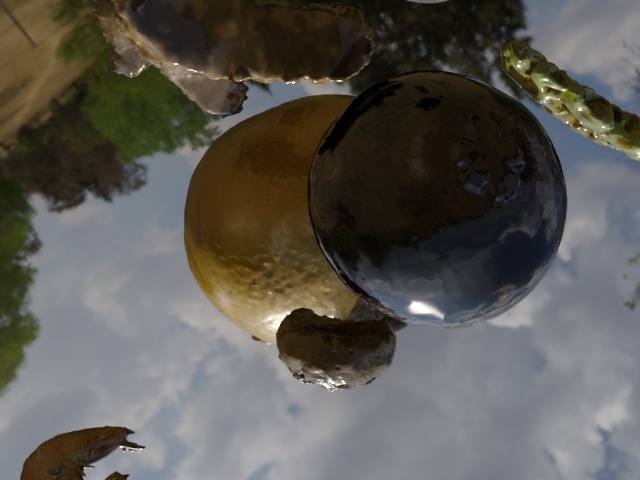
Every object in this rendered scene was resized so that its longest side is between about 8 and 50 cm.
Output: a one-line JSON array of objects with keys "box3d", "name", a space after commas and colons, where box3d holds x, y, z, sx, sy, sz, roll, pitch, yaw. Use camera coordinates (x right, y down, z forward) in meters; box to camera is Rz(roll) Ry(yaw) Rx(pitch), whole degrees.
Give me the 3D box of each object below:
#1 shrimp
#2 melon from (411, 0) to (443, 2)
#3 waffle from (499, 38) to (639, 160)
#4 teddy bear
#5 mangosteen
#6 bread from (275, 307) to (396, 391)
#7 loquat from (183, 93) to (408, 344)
[{"box3d": [-0.349, 0.342, 1.444, 0.187, 0.132, 0.052, -22, 158, -18], "name": "shrimp"}, {"box3d": [0.163, -0.560, 1.743, 0.237, 0.301, 0.237, -30, -131, 40], "name": "melon"}, {"box3d": [0.288, -0.157, 1.104, 0.054, 0.204, 0.223, -58, -179, 14], "name": "waffle"}, {"box3d": [-0.099, -0.247, 0.993, 0.296, 0.246, 0.222, -6, -159, 3], "name": "teddy bear"}, {"box3d": [0.091, -0.027, 0.862, 0.228, 0.228, 0.265, -46, 180, -26], "name": "mangosteen"}, {"box3d": [0.011, 0.104, 0.896, 0.113, 0.060, 0.082, 11, -158, 14], "name": "bread"}, {"box3d": [0.000, 0.000, 1.191, 0.328, 0.359, 0.328, -19, 158, -8], "name": "loquat"}]
